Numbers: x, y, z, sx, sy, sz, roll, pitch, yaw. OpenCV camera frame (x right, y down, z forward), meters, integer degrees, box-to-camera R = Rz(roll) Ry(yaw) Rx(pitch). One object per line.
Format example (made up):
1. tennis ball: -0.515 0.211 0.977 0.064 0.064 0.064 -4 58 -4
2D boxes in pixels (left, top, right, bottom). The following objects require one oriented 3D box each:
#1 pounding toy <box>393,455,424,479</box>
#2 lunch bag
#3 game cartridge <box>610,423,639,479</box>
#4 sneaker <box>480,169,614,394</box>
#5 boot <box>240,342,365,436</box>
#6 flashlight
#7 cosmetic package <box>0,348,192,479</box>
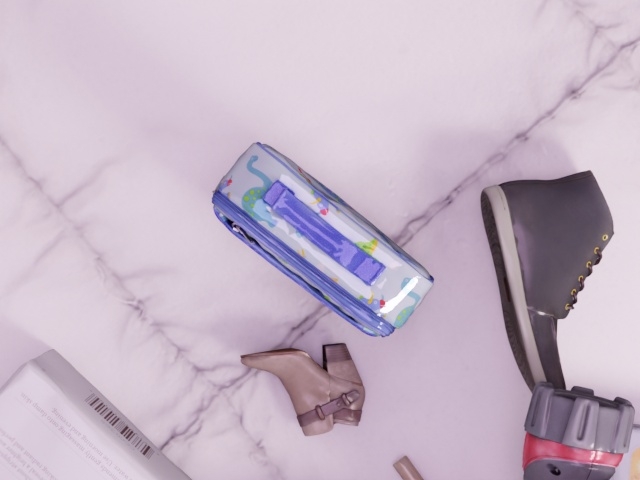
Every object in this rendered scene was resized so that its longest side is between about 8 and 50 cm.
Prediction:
1. pounding toy: 0.051 0.353 1.800 0.183 0.110 0.237 45 61 10
2. lunch bag: 0.000 0.000 1.746 0.219 0.176 0.090 38 90 -1
3. game cartridge: 0.362 0.282 1.812 0.297 0.062 0.198 5 86 0
4. sneaker: 0.235 0.045 1.794 0.118 0.083 0.222 -12 93 -5
5. boot: -0.016 0.147 1.814 0.118 0.042 0.087 -5 93 0
6. flashlight: 0.217 0.289 1.736 0.103 0.103 0.304 12 92 31
7. cosmetic package: -0.317 0.317 1.759 0.217 0.156 0.385 44 91 0
